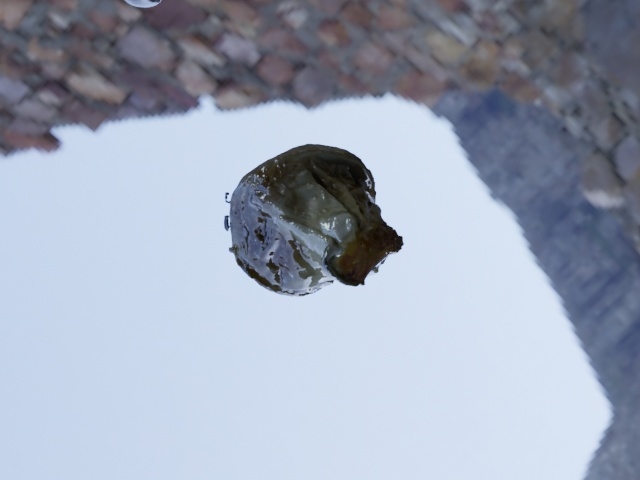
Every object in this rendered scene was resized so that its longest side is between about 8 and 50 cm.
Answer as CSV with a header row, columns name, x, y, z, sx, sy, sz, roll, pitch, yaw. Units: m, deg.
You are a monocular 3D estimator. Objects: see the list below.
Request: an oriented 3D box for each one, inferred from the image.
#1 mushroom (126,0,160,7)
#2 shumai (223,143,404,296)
name,x,y,z,sx,sy,sz,roll,pitch,yaw
mushroom,-0.166,-0.321,1.599,0.080,0.171,0.135,26,175,-7
shumai,0.001,-0.003,1.297,0.145,0.145,0.116,22,-158,-39
